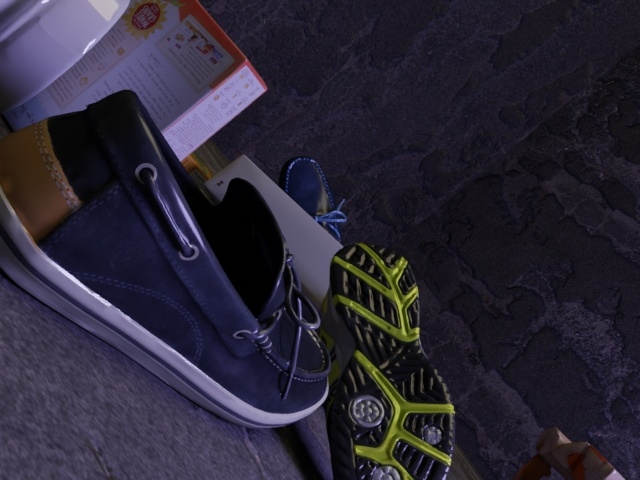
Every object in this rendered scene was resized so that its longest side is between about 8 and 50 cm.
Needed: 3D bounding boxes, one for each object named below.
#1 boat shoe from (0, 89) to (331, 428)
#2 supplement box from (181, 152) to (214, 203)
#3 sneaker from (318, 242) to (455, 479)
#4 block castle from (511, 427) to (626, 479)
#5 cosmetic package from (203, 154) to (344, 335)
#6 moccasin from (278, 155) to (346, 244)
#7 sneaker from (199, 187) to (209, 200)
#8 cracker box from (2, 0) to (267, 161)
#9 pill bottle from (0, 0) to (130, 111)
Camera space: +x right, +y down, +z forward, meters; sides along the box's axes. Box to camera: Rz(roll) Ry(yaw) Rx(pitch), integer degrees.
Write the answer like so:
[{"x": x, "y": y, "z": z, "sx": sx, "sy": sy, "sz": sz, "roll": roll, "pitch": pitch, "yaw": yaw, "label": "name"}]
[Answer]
[{"x": -0.090, "y": 0.039, "z": 0.763, "sx": 0.187, "sy": 0.156, "sz": 0.500, "roll": 59, "pitch": 7, "yaw": 37, "label": "boat shoe"}, {"x": -0.256, "y": -0.134, "z": 1.423, "sx": 0.233, "sy": 0.080, "sz": 0.078, "roll": 51, "pitch": 3, "yaw": -44, "label": "supplement box"}, {"x": 0.069, "y": 0.188, "z": 1.008, "sx": 0.147, "sy": 0.145, "sz": 0.385, "roll": 105, "pitch": -11, "yaw": -48, "label": "sneaker"}, {"x": 0.414, "y": 0.523, "z": 1.270, "sx": 0.213, "sy": 0.303, "sz": 0.453, "roll": 43, "pitch": 4, "yaw": -18, "label": "block castle"}, {"x": -0.019, "y": 0.065, "z": 1.381, "sx": 0.377, "sy": 0.097, "sz": 0.284, "roll": 44, "pitch": -13, "yaw": 32, "label": "cosmetic package"}, {"x": 0.000, "y": 0.000, "z": 1.628, "sx": 0.117, "sy": 0.137, "sz": 0.342, "roll": -177, "pitch": -106, "yaw": -82, "label": "moccasin"}, {"x": -0.188, "y": -0.029, "z": 1.379, "sx": 0.170, "sy": 0.051, "sz": 0.089, "roll": 54, "pitch": -3, "yaw": -11, "label": "sneaker"}, {"x": -0.193, "y": -0.144, "z": 0.855, "sx": 0.156, "sy": 0.232, "sz": 0.067, "roll": 52, "pitch": 1, "yaw": 24, "label": "cracker box"}, {"x": -0.347, "y": -0.301, "z": 0.715, "sx": 0.361, "sy": 0.204, "sz": 0.204, "roll": 49, "pitch": 3, "yaw": -28, "label": "pill bottle"}]
